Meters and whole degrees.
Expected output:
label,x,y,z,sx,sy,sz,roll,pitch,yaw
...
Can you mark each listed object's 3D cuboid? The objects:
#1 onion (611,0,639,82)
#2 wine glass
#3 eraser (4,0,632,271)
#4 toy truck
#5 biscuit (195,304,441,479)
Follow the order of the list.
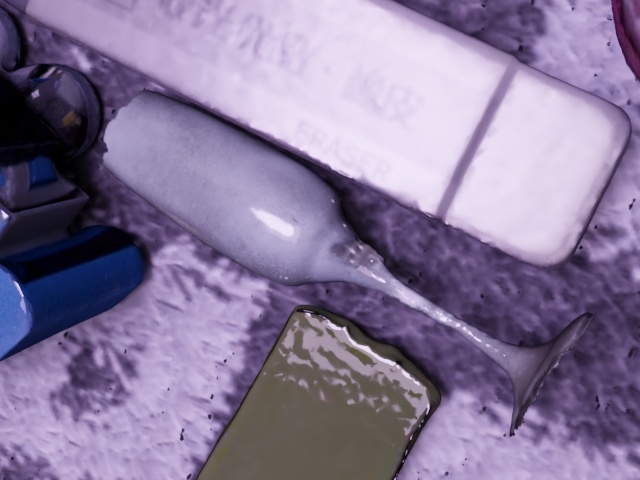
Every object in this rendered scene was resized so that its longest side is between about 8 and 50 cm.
label,x,y,z,sx,sy,sz,roll,pitch,yaw
onion,0.260,-0.159,0.350,0.267,0.159,0.348,8,81,26
wine glass,0.000,0.000,0.468,0.262,0.074,0.074,30,101,16
eraser,-0.024,-0.098,0.473,0.352,0.061,0.089,26,101,10
toy truck,-0.262,-0.074,0.493,0.367,0.146,0.175,42,107,7
biscuit,-0.045,0.189,0.515,0.099,0.038,0.322,31,102,13
